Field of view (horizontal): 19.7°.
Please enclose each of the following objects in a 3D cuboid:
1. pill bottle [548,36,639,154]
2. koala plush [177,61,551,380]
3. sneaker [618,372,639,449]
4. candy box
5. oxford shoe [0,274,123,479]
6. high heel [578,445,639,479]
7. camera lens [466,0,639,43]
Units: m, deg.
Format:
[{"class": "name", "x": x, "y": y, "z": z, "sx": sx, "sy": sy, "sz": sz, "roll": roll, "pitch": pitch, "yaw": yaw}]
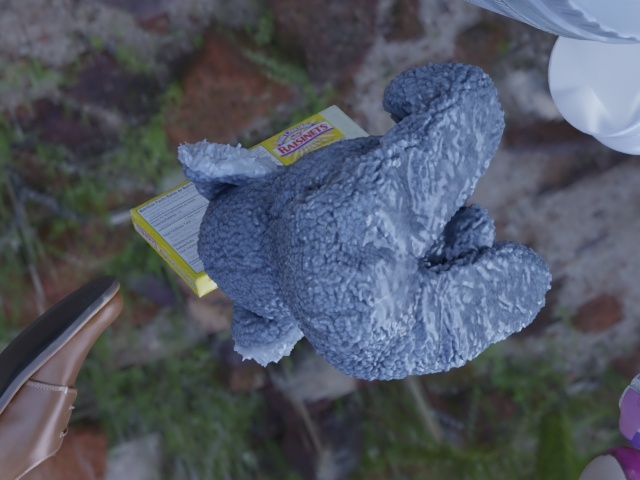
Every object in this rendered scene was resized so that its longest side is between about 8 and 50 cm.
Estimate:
[{"class": "pill bottle", "x": 0.343, "y": -0.160, "z": 1.849, "sx": 0.153, "sy": 0.153, "sz": 0.264, "roll": -43, "pitch": 157, "yaw": 26}, {"class": "koala plush", "x": 0.000, "y": 0.000, "z": 1.238, "sx": 0.203, "sy": 0.221, "sz": 0.196, "roll": -35, "pitch": 116, "yaw": -41}, {"class": "sneaker", "x": 0.344, "y": 0.149, "z": 1.503, "sx": 0.236, "sy": 0.095, "sz": 0.105, "roll": -9, "pitch": 125, "yaw": -27}, {"class": "candy box", "x": -0.042, "y": -0.035, "z": 1.508, "sx": 0.206, "sy": 0.105, "sz": 0.027, "roll": -29, "pitch": 136, "yaw": -21}, {"class": "oxford shoe", "x": -0.213, "y": 0.118, "z": 1.389, "sx": 0.076, "sy": 0.076, "sz": 0.212, "roll": 43, "pitch": 78, "yaw": -20}, {"class": "high heel", "x": 0.304, "y": 0.273, "z": 1.465, "sx": 0.181, "sy": 0.127, "sz": 0.377, "roll": -20, "pitch": 135, "yaw": -8}, {"class": "camera lens", "x": 0.149, "y": -0.246, "z": 1.160, "sx": 0.219, "sy": 0.274, "sz": 0.219, "roll": -8, "pitch": 110, "yaw": -22}]
